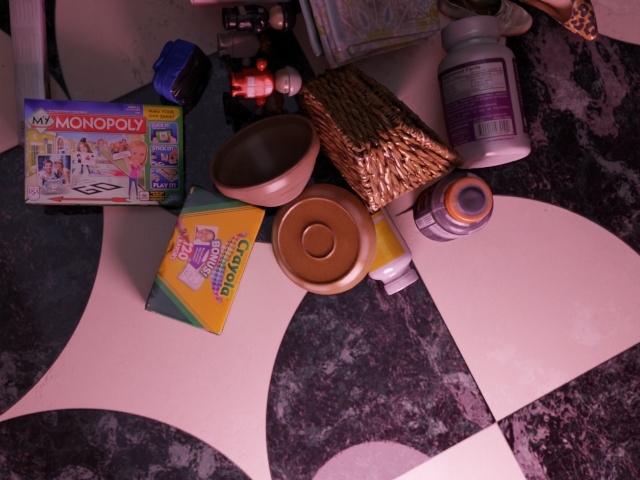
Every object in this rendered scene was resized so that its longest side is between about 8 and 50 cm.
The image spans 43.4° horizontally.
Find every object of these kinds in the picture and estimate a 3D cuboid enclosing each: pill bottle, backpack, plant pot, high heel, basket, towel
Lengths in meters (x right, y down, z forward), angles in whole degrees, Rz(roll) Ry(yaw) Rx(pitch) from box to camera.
[{"bbox_3d":[0.277,-0.070,1.654,0.131,0.246,0.130,1,85,-6],"label":"pill bottle"},{"bbox_3d":[0.343,-0.316,1.722,0.169,0.169,0.301,-8,85,-6],"label":"pill bottle"},{"bbox_3d":[-0.302,-0.353,1.704,0.101,0.098,0.120,22,82,26],"label":"backpack"},{"bbox_3d":[0.000,0.000,1.676,0.236,0.032,0.236,3,99,19],"label":"plant pot"},{"bbox_3d":[0.483,-0.518,1.772,0.186,0.093,0.261,-25,72,-22],"label":"high heel"},{"bbox_3d":[-0.101,-0.149,1.672,0.237,0.237,0.109,-34,130,-7],"label":"plant pot"},{"bbox_3d":[0.114,-0.248,1.613,0.223,0.213,0.299,-28,45,-6],"label":"basket"},{"bbox_3d":[0.130,0.018,1.705,0.103,0.103,0.184,-30,88,-7],"label":"pill bottle"},{"bbox_3d":[0.079,-0.554,1.608,0.321,0.090,0.374,-23,103,-38],"label":"towel"}]

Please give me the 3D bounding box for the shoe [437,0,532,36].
[{"bbox_3d":[0.372,-0.510,1.795,0.219,0.058,0.076,12,84,-4],"label":"shoe"}]

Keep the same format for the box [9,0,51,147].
[{"bbox_3d":[-0.607,-0.357,1.690,0.067,0.063,0.323,-6,86,-7],"label":"box"}]

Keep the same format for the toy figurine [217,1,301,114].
[{"bbox_3d":[-0.127,-0.370,1.662,0.148,0.209,0.213,-6,82,-13],"label":"toy figurine"}]

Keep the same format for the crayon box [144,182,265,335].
[{"bbox_3d":[-0.238,0.041,1.680,0.165,0.081,0.278,20,83,-3],"label":"crayon box"}]

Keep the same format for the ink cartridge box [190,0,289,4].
[{"bbox_3d":[-0.173,-0.625,1.664,0.207,0.117,0.283,-4,56,-6],"label":"ink cartridge box"}]

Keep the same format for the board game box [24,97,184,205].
[{"bbox_3d":[-0.445,-0.178,1.663,0.317,0.046,0.213,-1,86,-19],"label":"board game box"}]
